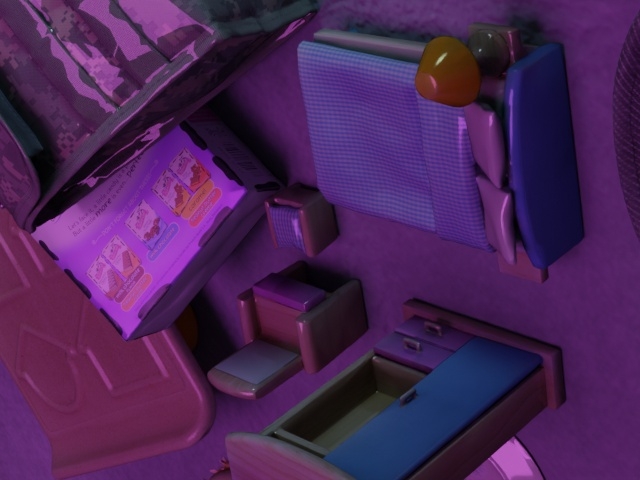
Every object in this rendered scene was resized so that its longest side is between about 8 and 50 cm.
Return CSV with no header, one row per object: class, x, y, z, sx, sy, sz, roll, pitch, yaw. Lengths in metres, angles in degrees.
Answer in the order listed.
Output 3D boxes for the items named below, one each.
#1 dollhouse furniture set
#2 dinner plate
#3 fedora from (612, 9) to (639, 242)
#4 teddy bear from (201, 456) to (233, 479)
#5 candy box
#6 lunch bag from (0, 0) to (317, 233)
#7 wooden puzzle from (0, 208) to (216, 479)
dollhouse furniture set,0.000,0.000,1.001,0.286,0.198,0.303,17,128,41
dinner plate,0.118,0.187,1.159,0.141,0.017,0.141,27,133,33
fedora,0.277,-0.053,0.641,0.275,0.124,0.244,2,120,39
teddy bear,-0.014,0.350,1.376,0.245,0.113,0.338,-25,89,46
candy box,-0.153,-0.050,1.189,0.196,0.070,0.165,47,112,14
lunch bag,-0.194,-0.163,1.068,0.287,0.169,0.235,-36,87,32
wooden puzzle,-0.236,0.039,1.411,0.322,0.080,0.348,-23,94,53
